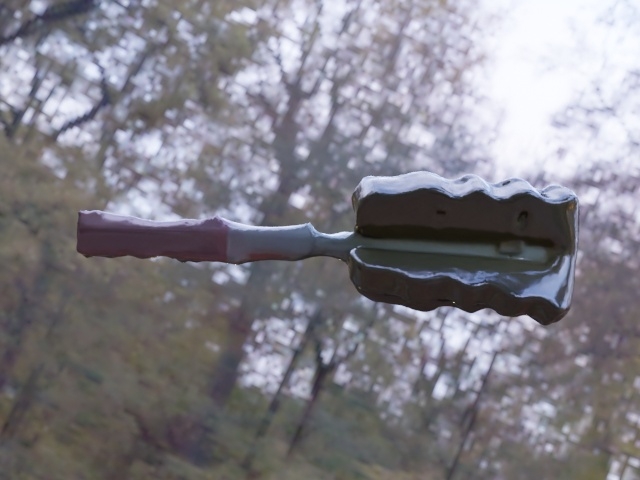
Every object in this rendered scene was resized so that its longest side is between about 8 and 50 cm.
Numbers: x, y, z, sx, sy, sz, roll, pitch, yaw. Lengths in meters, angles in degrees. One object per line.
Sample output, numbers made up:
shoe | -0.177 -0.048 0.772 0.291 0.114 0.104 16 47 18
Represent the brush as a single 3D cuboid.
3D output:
brush | 0.000 0.000 0.859 0.301 0.084 0.071 3 -15 8
